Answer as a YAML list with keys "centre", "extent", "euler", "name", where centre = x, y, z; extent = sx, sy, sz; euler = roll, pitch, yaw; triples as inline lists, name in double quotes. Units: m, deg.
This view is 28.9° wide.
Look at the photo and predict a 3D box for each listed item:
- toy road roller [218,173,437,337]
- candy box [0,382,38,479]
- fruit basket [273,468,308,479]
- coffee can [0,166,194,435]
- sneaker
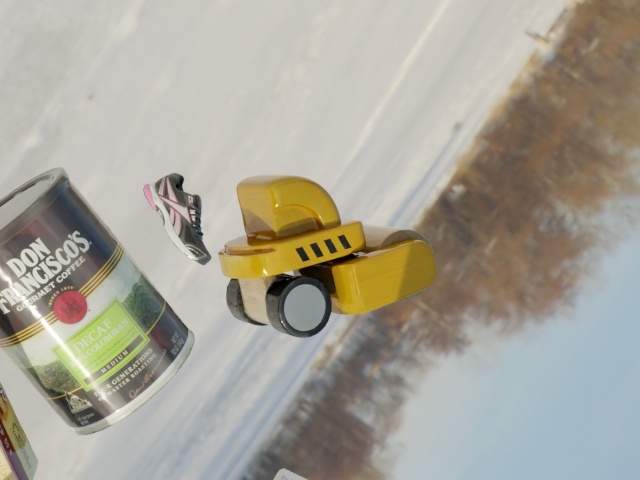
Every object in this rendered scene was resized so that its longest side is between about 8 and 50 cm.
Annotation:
- centre: [0.000, 0.000, 1.949]
  extent: [0.330, 0.240, 0.202]
  euler: [-16, -169, -26]
  name: "toy road roller"
- centre: [-0.516, 0.252, 1.457]
  extent: [0.317, 0.182, 0.087]
  euler: [-17, -157, 4]
  name: "candy box"
- centre: [-0.005, 0.493, 1.591]
  extent: [0.353, 0.327, 0.165]
  euler: [-57, 155, -23]
  name: "fruit basket"
- centre: [-0.318, 0.076, 1.554]
  extent: [0.202, 0.275, 0.201]
  euler: [-32, -161, 13]
  name: "coffee can"
- centre: [-0.232, -0.043, 2.126]
  extent: [0.077, 0.178, 0.072]
  euler: [-35, 166, 5]
  name: "sneaker"
